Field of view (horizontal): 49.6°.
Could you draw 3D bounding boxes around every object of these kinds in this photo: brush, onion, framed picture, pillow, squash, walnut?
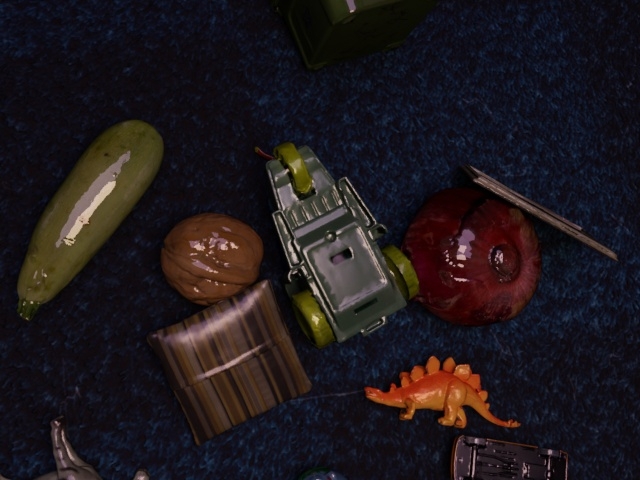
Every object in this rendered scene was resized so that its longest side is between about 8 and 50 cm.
[{"bbox_3d":[-0.082,-0.146,1.243,0.083,0.019,0.021,35,63,1],"label":"brush"},{"bbox_3d":[0.258,0.028,1.165,0.246,0.190,0.246,1,86,-22],"label":"onion"},{"bbox_3d":[0.371,-0.057,1.204,0.273,0.216,0.016,29,103,-2],"label":"framed picture"},{"bbox_3d":[-0.140,0.195,1.101,0.212,0.052,0.208,-24,107,-12],"label":"pillow"},{"bbox_3d":[-0.384,-0.043,1.122,0.118,0.118,0.370,33,77,0],"label":"squash"},{"bbox_3d":[-0.176,0.030,1.123,0.166,0.149,0.166,-5,110,-14],"label":"walnut"}]

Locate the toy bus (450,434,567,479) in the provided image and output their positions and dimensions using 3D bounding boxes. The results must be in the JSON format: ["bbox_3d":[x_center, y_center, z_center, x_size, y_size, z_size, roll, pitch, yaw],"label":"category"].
[{"bbox_3d":[0.300,0.372,1.135,0.194,0.088,0.083,11,74,-8],"label":"toy bus"}]

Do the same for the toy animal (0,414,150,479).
[{"bbox_3d":[-0.390,0.348,1.033,0.255,0.090,0.170,-3,80,-7],"label":"toy animal"}]

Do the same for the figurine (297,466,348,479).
[{"bbox_3d":[0.005,0.446,1.064,0.144,0.114,0.178,-31,91,-14],"label":"figurine"}]

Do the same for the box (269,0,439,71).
[{"bbox_3d":[0.068,-0.427,1.194,0.253,0.328,0.178,-21,92,-12],"label":"box"}]

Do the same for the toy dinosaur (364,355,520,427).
[{"bbox_3d":[0.211,0.253,1.165,0.288,0.070,0.117,9,74,-12],"label":"toy dinosaur"}]

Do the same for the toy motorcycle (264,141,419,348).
[{"bbox_3d":[0.000,0.000,1.138,0.191,0.200,0.326,-27,91,-13],"label":"toy motorcycle"}]
